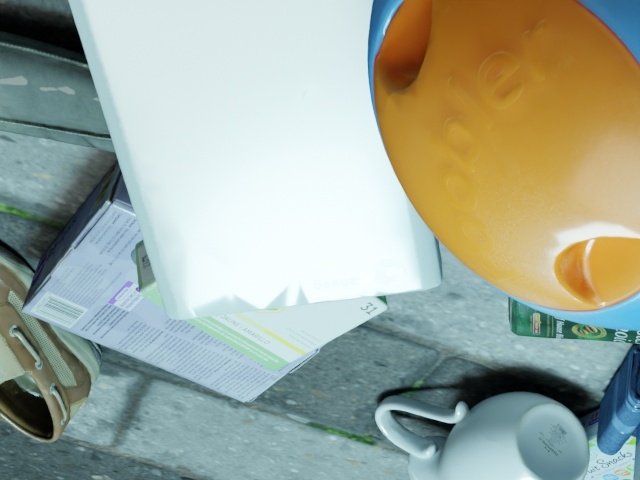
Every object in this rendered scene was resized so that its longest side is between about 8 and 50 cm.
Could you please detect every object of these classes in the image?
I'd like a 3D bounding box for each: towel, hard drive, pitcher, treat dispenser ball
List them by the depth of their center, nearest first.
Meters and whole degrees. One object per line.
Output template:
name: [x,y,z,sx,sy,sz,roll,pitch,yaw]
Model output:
treat dispenser ball: [0.169,-0.096,0.752,0.288,0.288,0.288,9,148,6]
hard drive: [-0.039,-0.087,0.951,0.203,0.040,0.307,-7,125,7]
towel: [0.282,0.147,1.311,0.029,0.067,0.119,14,148,2]
pitcher: [0.154,0.205,1.417,0.178,0.125,0.207,42,149,-7]

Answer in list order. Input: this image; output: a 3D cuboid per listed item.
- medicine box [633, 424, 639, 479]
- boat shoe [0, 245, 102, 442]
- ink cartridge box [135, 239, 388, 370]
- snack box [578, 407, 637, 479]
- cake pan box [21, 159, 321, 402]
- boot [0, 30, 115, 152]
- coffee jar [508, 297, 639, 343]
medicine box: [0.372,0.228,1.193,0.149,0.289,0.263,15,148,-4]
boat shoe: [-0.327,0.093,1.399,0.123,0.116,0.324,-8,143,30]
ink cartridge box: [0.000,0.000,1.102,0.235,0.056,0.171,-30,139,23]
snack box: [0.293,0.212,1.440,0.100,0.037,0.141,25,147,-17]
cake pan box: [-0.116,0.044,1.293,0.246,0.070,0.267,25,146,-16]
boot: [-0.166,-0.082,1.103,0.209,0.076,0.189,3,139,6]
coffee jar: [0.245,0.040,1.143,0.185,0.079,0.096,5,148,12]
